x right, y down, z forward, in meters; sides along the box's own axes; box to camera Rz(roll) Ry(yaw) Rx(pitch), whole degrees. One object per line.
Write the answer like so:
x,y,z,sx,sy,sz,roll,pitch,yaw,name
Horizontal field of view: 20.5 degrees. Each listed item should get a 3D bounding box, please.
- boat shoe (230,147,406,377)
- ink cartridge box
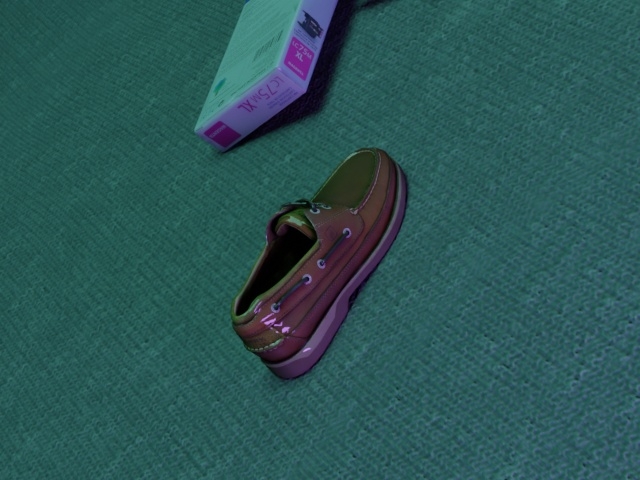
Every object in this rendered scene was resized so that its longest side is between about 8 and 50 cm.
0.000,0.000,1.952,0.111,0.104,0.307,-11,43,43,boat shoe
-0.058,-0.278,2.388,0.186,0.065,0.311,-32,32,42,ink cartridge box
